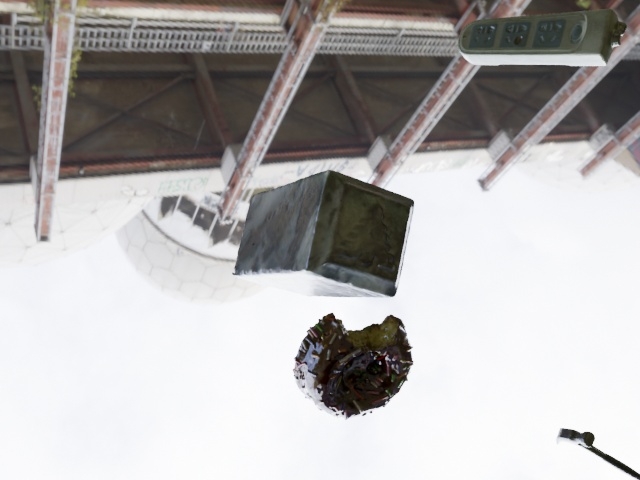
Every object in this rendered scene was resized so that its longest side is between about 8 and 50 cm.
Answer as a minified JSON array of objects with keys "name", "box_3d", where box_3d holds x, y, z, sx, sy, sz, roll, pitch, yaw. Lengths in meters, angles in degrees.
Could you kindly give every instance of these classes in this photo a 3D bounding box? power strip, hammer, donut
[{"name":"power strip","box_3d":[0.356,-0.338,1.128,0.048,0.285,0.080,26,-101,-49]},{"name":"hammer","box_3d":[0.562,0.429,1.313,0.246,0.103,0.029,33,-110,-18]},{"name":"donut","box_3d":[0.064,0.233,1.223,0.230,0.216,0.096,16,-162,-33]}]

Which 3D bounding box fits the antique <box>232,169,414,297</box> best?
[{"name":"antique","box_3d":[0.000,0.000,0.594,0.088,0.183,0.086,17,-101,-25]}]
